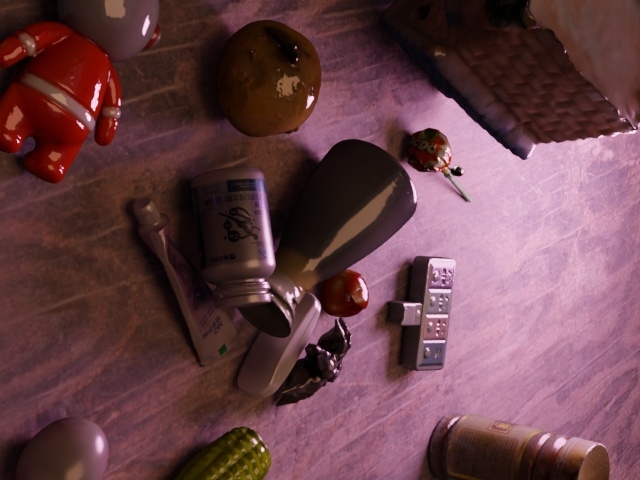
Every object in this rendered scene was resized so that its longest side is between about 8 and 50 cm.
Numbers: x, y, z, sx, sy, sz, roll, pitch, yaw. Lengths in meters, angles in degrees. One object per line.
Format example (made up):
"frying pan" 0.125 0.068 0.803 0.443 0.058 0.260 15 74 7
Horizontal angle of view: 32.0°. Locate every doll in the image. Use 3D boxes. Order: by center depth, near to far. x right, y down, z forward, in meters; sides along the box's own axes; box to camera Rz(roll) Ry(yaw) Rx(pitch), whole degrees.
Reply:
"doll" -0.292 -0.241 1.370 0.200 0.105 0.336 39 73 -46

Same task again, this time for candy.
"candy" -0.163 0.360 1.642 0.209 0.097 0.096 -36 124 -39
"candy" 0.240 -0.125 2.119 0.288 0.078 0.084 41 61 -57

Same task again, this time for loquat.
"loquat" -0.075 -0.226 1.617 0.204 0.149 0.172 100 -4 -57

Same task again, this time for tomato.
"tomato" 0.043 0.089 1.878 0.087 0.075 0.087 -5 97 -50

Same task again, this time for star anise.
"star anise" -0.005 0.205 1.793 0.180 0.061 0.204 -43 167 -24

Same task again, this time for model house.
"model house" 0.325 -0.419 1.944 0.395 0.400 0.445 33 62 -37

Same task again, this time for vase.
"vase" 0.000 0.000 1.741 0.321 0.173 0.173 -49 132 -30

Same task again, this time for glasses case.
"glasses case" -0.064 0.162 1.749 0.049 0.074 0.193 55 54 -38

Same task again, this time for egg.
"egg" -0.325 0.283 1.405 0.135 0.103 0.103 -57 136 -32

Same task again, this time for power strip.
"power strip" 0.181 0.135 2.091 0.145 0.061 0.215 5 91 -46

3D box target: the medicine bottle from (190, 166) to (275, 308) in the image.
"medicine bottle" -0.121 -0.002 1.584 0.107 0.107 0.191 1 79 -53

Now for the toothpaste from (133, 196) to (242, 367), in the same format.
"toothpaste" -0.193 0.060 1.588 0.075 0.048 0.301 -62 142 -41

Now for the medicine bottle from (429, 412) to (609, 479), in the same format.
"medicine bottle" 0.382 0.435 2.176 0.151 0.322 0.151 -13 106 -51
